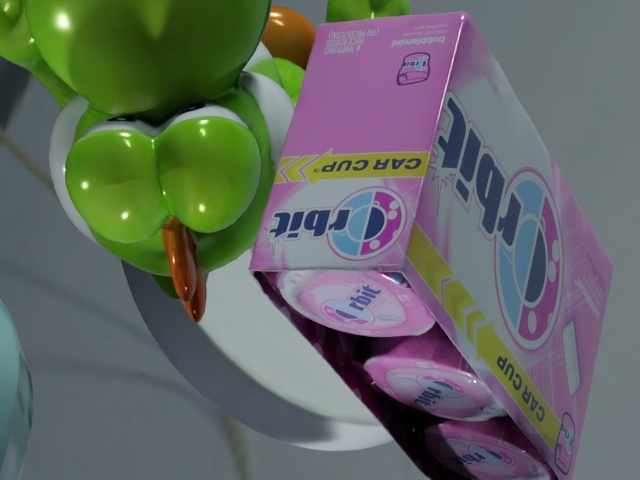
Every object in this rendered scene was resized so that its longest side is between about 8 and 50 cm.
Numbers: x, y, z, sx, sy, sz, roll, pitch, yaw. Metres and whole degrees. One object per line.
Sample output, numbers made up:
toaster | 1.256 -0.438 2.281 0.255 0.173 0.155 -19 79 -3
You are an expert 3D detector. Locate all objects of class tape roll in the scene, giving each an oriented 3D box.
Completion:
tape roll | 0.000 0.000 1.782 0.072 0.392 0.392 -39 60 50

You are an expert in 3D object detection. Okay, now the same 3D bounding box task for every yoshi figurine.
yoshi figurine | -0.071 -0.097 0.976 0.203 0.362 0.203 -43 99 5

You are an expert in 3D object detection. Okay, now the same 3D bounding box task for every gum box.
gum box | 0.051 0.013 0.737 0.062 0.188 0.107 -1 58 28

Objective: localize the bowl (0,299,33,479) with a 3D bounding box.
bowl | -0.277 0.117 1.115 0.311 0.163 0.311 -41 38 42
